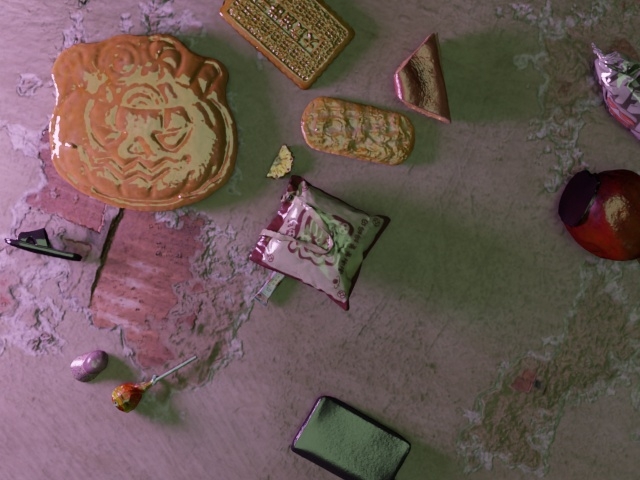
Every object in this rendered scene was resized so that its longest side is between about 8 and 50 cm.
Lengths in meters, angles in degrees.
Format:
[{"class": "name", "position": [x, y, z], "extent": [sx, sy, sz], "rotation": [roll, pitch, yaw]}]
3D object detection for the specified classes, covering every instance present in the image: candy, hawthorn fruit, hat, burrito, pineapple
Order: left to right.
[{"class": "hat", "position": [-0.485, 0.266, 1.934], "extent": [0.087, 0.042, 0.058], "rotation": [-28, 96, -1]}, {"class": "candy", "position": [-0.349, 0.297, 1.949], "extent": [0.201, 0.060, 0.061], "rotation": [-30, 96, -9]}, {"class": "pineapple", "position": [-0.079, -0.160, 1.946], "extent": [0.045, 0.019, 0.083], "rotation": [26, 93, 0]}, {"class": "hawthorn fruit", "position": [0.618, -0.036, 1.932], "extent": [0.189, 0.189, 0.251], "rotation": [-37, 102, -1]}, {"class": "burrito", "position": [0.729, -0.262, 1.960], "extent": [0.445, 0.101, 0.139], "rotation": [35, 96, -8]}]

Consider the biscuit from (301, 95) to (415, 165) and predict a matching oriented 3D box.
[{"class": "biscuit", "position": [0.080, -0.231, 1.946], "extent": [0.247, 0.029, 0.119], "rotation": [11, 93, -5]}]

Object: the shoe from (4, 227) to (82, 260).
[{"class": "shoe", "position": [-0.566, 0.003, 1.902], "extent": [0.159, 0.062, 0.053], "rotation": [16, 80, -5]}]

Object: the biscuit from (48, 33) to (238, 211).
[{"class": "biscuit", "position": [-0.363, -0.242, 1.895], "extent": [0.384, 0.062, 0.365], "rotation": [0, 94, -5]}]

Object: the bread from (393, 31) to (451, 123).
[{"class": "bread", "position": [0.208, -0.332, 1.929], "extent": [0.119, 0.067, 0.193], "rotation": [-10, 97, -11]}]

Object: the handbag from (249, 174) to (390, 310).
[{"class": "handbag", "position": [0.000, 0.000, 1.913], "extent": [0.235, 0.127, 0.213], "rotation": [26, 91, 6]}]

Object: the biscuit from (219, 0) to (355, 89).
[{"class": "biscuit", "position": [-0.070, -0.456, 1.918], "extent": [0.254, 0.029, 0.172], "rotation": [41, 91, -6]}]

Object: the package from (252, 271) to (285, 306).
[{"class": "package", "position": [-0.099, 0.089, 1.964], "extent": [0.037, 0.015, 0.110], "rotation": [37, 89, -1]}]

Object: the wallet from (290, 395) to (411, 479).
[{"class": "wallet", "position": [0.072, 0.446, 1.993], "extent": [0.250, 0.044, 0.149], "rotation": [29, 88, -6]}]
